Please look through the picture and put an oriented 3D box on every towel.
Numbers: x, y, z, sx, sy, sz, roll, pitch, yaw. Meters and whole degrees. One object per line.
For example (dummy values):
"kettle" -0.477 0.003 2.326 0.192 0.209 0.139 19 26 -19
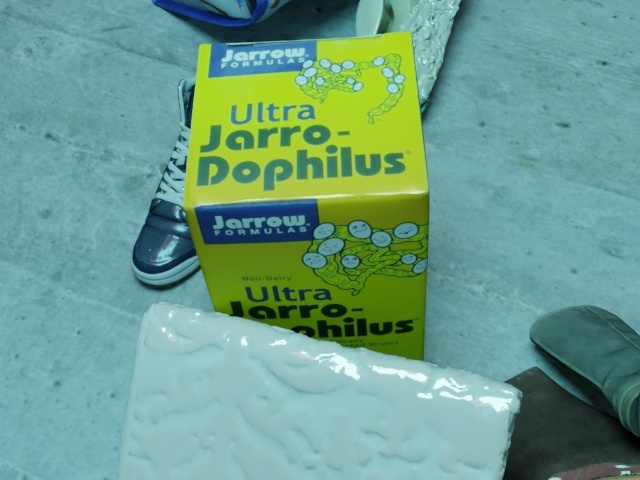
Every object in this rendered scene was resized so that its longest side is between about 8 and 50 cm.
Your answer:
"towel" -0.020 0.236 0.745 0.331 0.053 0.317 11 97 14

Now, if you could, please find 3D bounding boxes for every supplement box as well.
"supplement box" 0.000 0.000 0.842 0.194 0.356 0.195 -4 53 3

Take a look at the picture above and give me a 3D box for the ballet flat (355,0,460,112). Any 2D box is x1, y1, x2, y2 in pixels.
"ballet flat" 0.128 -0.345 1.207 0.147 0.147 0.409 9 55 12

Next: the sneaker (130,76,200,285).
"sneaker" -0.153 -0.089 1.049 0.099 0.153 0.282 20 57 19

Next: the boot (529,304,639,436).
"boot" 0.329 0.123 0.849 0.189 0.076 0.208 3 9 -7

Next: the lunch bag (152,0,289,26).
"lunch bag" -0.065 -0.464 1.220 0.328 0.239 0.385 -35 39 -17

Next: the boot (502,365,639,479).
"boot" 0.278 0.186 0.838 0.248 0.090 0.207 -24 45 -18
